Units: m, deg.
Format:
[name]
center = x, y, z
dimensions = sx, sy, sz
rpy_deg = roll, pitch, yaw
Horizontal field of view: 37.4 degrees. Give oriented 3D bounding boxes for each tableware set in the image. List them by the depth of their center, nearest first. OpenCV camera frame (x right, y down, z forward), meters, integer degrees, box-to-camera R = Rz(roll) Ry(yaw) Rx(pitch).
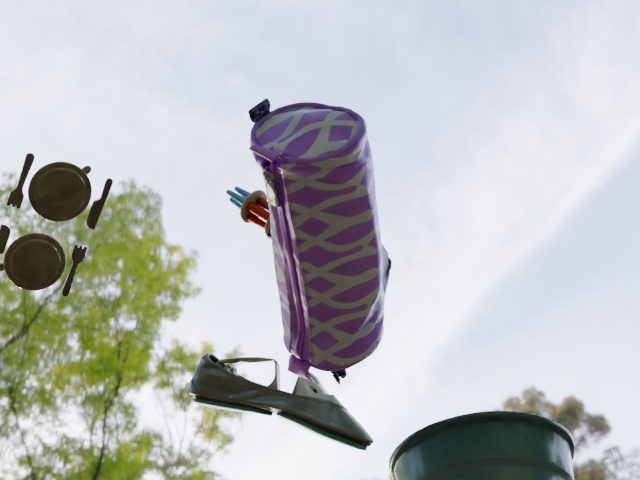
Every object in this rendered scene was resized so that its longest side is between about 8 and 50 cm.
[tableware set]
center = -0.390, -0.023, 1.343
dimensions = 0.128, 0.039, 0.194
rpy_deg = 18, -80, -29

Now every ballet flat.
[ballet flat]
center = -0.040, 0.163, 1.001
dimensions = 0.213, 0.068, 0.072
rpy_deg = 12, -15, 19

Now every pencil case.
[pencil case]
center = 0.000, 0.000, 0.691
dimensions = 0.086, 0.088, 0.206
rpy_deg = 14, -49, 31

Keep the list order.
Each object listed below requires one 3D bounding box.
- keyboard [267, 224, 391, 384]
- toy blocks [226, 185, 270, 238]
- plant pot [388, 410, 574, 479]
[keyboard]
center = 0.010, 0.047, 1.116
dimensions = 0.033, 0.202, 0.317
rpy_deg = 4, -23, 25
[toy blocks]
center = -0.064, -0.020, 1.365
dimensions = 0.054, 0.148, 0.123
rpy_deg = -52, -29, -9
[plant pot]
center = 0.305, 0.526, 1.631
dimensions = 0.341, 0.334, 0.341
rpy_deg = -3, -41, -2
